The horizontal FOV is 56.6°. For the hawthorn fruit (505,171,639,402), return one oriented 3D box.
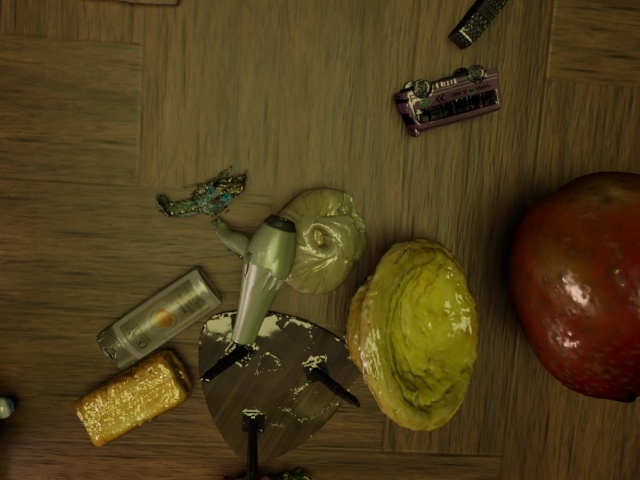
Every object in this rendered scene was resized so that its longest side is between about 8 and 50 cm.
[{"bbox_3d":[0.489,0.057,1.005,0.402,0.403,0.403,0,97,-4],"label":"hawthorn fruit"}]

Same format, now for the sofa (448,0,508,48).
[{"bbox_3d":[0.288,-0.405,1.072,0.039,0.060,0.118,39,92,-14],"label":"sofa"}]

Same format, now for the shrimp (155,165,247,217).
[{"bbox_3d":[-0.211,-0.083,1.088,0.174,0.076,0.082,-16,57,3],"label":"shrimp"}]

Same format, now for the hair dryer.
[{"bbox_3d":[-0.134,0.066,1.022,0.088,0.224,0.219,11,83,-44],"label":"hair dryer"}]

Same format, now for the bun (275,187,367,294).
[{"bbox_3d":[0.000,0.000,1.071,0.193,0.128,0.178,-42,97,0],"label":"bun"}]

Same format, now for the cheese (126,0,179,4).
[{"bbox_3d":[-0.340,-0.449,1.035,0.193,0.043,0.065,2,102,-6],"label":"cheese"}]

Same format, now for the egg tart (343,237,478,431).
[{"bbox_3d":[0.159,0.162,1.062,0.345,0.132,0.346,9,77,-43],"label":"egg tart"}]

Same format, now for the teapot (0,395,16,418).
[{"bbox_3d":[-0.677,0.342,1.028,0.279,0.252,0.424,-19,123,-37],"label":"teapot"}]

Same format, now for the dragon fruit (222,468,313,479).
[{"bbox_3d":[-0.118,0.512,1.132,0.235,0.135,0.137,-6,92,-21],"label":"dragon fruit"}]

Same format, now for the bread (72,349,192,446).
[{"bbox_3d":[-0.346,0.292,1.106,0.210,0.083,0.114,-28,95,0],"label":"bread"}]

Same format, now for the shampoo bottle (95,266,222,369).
[{"bbox_3d":[-0.298,0.145,1.104,0.227,0.056,0.086,-33,102,1],"label":"shampoo bottle"}]

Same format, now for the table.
[{"bbox_3d":[-0.100,0.277,1.037,0.317,0.249,0.318,-1,97,-4],"label":"table"}]

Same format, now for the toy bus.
[{"bbox_3d":[0.230,-0.254,1.074,0.178,0.087,0.099,-15,104,-4],"label":"toy bus"}]
